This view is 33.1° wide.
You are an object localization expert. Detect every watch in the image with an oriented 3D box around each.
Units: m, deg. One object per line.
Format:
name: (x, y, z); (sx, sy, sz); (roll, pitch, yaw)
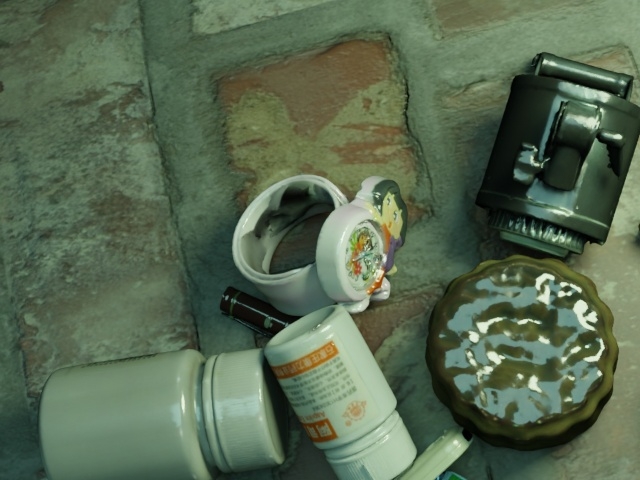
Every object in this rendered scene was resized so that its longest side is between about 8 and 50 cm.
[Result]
watch: (0.000, 0.000, 1.696); (0.231, 0.196, 0.244); (3, 60, 35)

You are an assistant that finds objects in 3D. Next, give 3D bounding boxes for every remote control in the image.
remote control: (0.135, 0.352, 1.584); (0.042, 0.078, 0.221); (45, 101, 7)

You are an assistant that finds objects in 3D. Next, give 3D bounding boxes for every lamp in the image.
lamp: (0.355, -0.113, 1.620); (0.205, 0.374, 0.272); (18, 111, 8)

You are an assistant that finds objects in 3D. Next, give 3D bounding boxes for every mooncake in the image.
mooncake: (0.295, 0.160, 1.584); (0.290, 0.161, 0.290); (-2, 74, 8)

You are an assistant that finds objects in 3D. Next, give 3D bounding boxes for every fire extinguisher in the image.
fire extinguisher: (-0.086, 0.123, 1.728); (0.158, 0.043, 0.064); (23, 107, 16)

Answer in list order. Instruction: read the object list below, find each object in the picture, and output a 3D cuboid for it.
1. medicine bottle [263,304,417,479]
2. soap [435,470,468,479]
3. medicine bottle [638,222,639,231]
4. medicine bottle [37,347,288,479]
medicine bottle: (0.033, 0.232, 1.583); (0.144, 0.144, 0.252); (-31, 98, 1)
soap: (0.230, 0.437, 1.507); (0.293, 0.077, 0.156); (20, 71, 51)
medicine bottle: (0.577, 0.008, 1.607); (0.096, 0.096, 0.192); (-46, 71, -4)
medicine bottle: (-0.231, 0.273, 1.627); (0.339, 0.208, 0.208); (-9, 73, 8)
